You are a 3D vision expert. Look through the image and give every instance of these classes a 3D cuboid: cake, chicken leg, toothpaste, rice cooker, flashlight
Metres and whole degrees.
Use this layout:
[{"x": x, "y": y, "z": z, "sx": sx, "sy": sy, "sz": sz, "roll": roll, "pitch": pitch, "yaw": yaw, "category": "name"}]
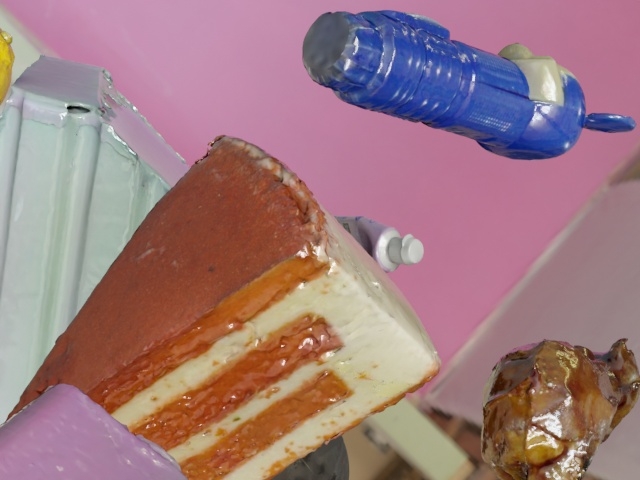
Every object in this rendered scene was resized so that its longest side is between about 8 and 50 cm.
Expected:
[{"x": -0.052, "y": 0.089, "z": 0.732, "sx": 0.160, "sy": 0.158, "sz": 0.262, "roll": 19, "pitch": -109, "yaw": 53, "category": "cake"}, {"x": 0.191, "y": 0.128, "z": 0.930, "sx": 0.304, "sy": 0.093, "sz": 0.113, "roll": 7, "pitch": 92, "yaw": -66, "category": "chicken leg"}, {"x": 0.000, "y": 0.000, "z": 1.460, "sx": 0.301, "sy": 0.048, "sz": 0.075, "roll": 6, "pitch": -109, "yaw": 44, "category": "toothpaste"}, {"x": -0.047, "y": 0.204, "z": 1.174, "sx": 0.106, "sy": 0.165, "sz": 0.112, "roll": -22, "pitch": -156, "yaw": 52, "category": "rice cooker"}, {"x": 0.044, "y": -0.049, "z": 0.372, "sx": 0.057, "sy": 0.121, "sz": 0.035, "roll": 2, "pitch": -97, "yaw": 46, "category": "flashlight"}]

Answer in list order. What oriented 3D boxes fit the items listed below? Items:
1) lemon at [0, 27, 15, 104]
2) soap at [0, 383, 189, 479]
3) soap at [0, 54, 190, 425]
[{"x": -0.385, "y": -0.168, "z": 1.263, "sx": 0.155, "sy": 0.114, "sz": 0.114, "roll": -39, "pitch": -171, "yaw": -10, "category": "lemon"}, {"x": -0.159, "y": 0.169, "z": 0.400, "sx": 0.181, "sy": 0.081, "sz": 0.259, "roll": -52, "pitch": 177, "yaw": 24, "category": "soap"}, {"x": -0.238, "y": 0.063, "z": 1.181, "sx": 0.156, "sy": 0.261, "sz": 0.446, "roll": -75, "pitch": 176, "yaw": -68, "category": "soap"}]
